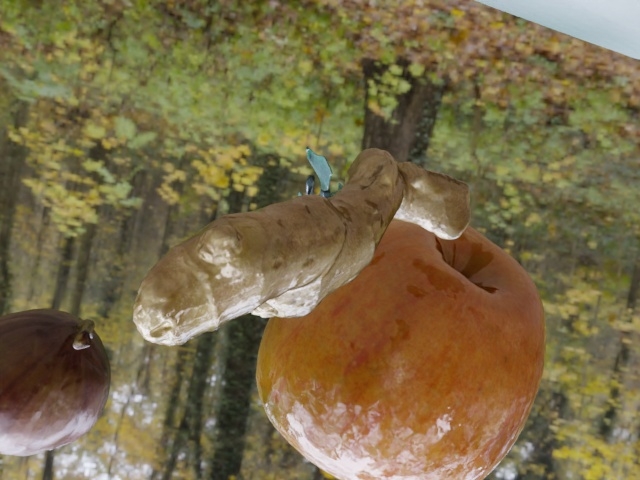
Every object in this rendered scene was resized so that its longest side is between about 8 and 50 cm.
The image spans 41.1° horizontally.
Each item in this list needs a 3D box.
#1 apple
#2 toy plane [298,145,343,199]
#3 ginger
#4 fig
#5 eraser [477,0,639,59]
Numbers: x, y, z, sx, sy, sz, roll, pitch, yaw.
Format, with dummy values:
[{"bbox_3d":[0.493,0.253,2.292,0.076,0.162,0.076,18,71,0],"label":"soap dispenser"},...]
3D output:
[{"bbox_3d":[0.093,0.115,0.903,0.299,0.275,0.299,32,-166,-9],"label":"apple"},{"bbox_3d":[0.000,0.000,1.059,0.060,0.235,0.096,-9,-140,-19],"label":"toy plane"},{"bbox_3d":[0.006,-0.002,0.483,0.075,0.089,0.288,33,-153,21],"label":"ginger"},{"bbox_3d":[-0.346,0.154,1.092,0.204,0.249,0.186,21,-154,-51],"label":"fig"},{"bbox_3d":[0.288,-0.252,0.806,0.290,0.104,0.189,7,167,-35],"label":"eraser"}]
